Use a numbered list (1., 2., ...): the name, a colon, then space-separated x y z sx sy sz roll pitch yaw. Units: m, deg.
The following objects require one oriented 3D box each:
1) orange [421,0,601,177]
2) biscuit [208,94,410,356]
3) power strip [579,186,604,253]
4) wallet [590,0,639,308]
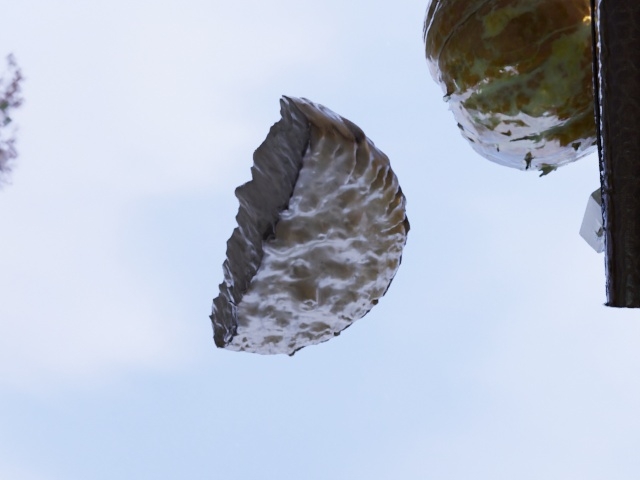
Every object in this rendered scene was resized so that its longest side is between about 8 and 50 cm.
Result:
1. orange: 0.271 -0.249 1.382 0.249 0.329 0.329 -30 -120 10
2. biscuit: 0.000 0.000 1.029 0.179 0.281 0.084 6 -150 -19
3. power strip: 0.475 -0.109 1.302 0.367 0.106 0.043 -32 -117 -14
4. wallet: 0.166 -0.085 0.565 0.039 0.133 0.243 -1 -91 19
